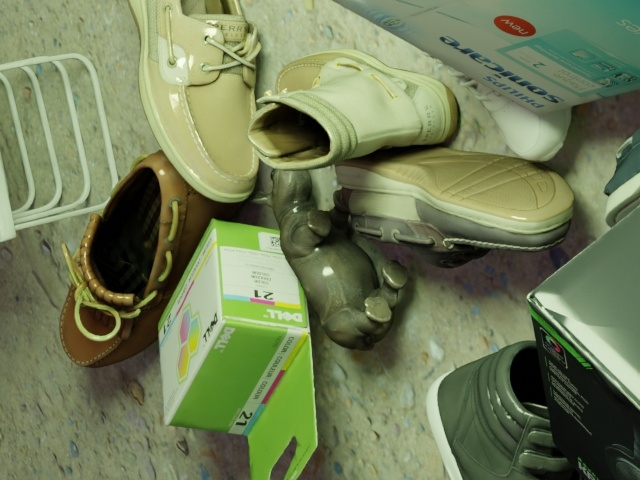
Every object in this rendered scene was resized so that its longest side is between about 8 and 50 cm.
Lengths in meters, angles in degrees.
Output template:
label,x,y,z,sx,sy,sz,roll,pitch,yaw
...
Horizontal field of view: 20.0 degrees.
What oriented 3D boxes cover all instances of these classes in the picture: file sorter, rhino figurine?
label,x,y,z,sx,sy,sz,roll,pitch,yaw
file sorter,-0.381,-0.106,2.079,0.277,0.173,0.193,-3,101,51
rhino figurine,0.000,0.000,1.731,0.243,0.073,0.106,59,150,22

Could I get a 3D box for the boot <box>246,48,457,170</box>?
label,x,y,z,sx,sy,sz,roll,pitch,yaw
boot,-0.006,-0.116,1.616,0.213,0.165,0.077,18,117,45

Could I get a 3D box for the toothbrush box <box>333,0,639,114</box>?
label,x,y,z,sx,sy,sz,roll,pitch,yaw
toothbrush box,0.179,-0.208,1.275,0.295,0.216,0.126,-9,60,57

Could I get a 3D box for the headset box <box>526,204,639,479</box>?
label,x,y,z,sx,sy,sz,roll,pitch,yaw
headset box,0.281,0.133,1.285,0.246,0.131,0.283,47,168,28

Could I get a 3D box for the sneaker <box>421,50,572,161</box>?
label,x,y,z,sx,sy,sz,roll,pitch,yaw
sneaker,0.118,-0.162,1.485,0.090,0.115,0.232,-41,72,50

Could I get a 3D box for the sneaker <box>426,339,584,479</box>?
label,x,y,z,sx,sy,sz,roll,pitch,yaw
sneaker,0.197,0.218,1.543,0.296,0.104,0.147,64,147,17

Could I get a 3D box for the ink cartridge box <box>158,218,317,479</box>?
label,x,y,z,sx,sy,sz,roll,pitch,yaw
ink cartridge box,-0.083,0.137,1.780,0.189,0.097,0.255,120,153,-44

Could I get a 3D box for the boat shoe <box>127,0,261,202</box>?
label,x,y,z,sx,sy,sz,roll,pitch,yaw
boat shoe,-0.113,-0.186,1.760,0.098,0.109,0.302,-32,66,44

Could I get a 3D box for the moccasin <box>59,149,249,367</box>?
label,x,y,z,sx,sy,sz,roll,pitch,yaw
moccasin,-0.204,0.024,1.932,0.380,0.147,0.139,-44,69,49

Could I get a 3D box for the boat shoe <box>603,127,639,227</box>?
label,x,y,z,sx,sy,sz,roll,pitch,yaw
boat shoe,0.291,-0.082,1.323,0.254,0.095,0.079,129,148,-61

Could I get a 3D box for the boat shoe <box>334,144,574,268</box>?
label,x,y,z,sx,sy,sz,roll,pitch,yaw
boat shoe,0.115,-0.023,1.564,0.285,0.103,0.092,16,121,51
